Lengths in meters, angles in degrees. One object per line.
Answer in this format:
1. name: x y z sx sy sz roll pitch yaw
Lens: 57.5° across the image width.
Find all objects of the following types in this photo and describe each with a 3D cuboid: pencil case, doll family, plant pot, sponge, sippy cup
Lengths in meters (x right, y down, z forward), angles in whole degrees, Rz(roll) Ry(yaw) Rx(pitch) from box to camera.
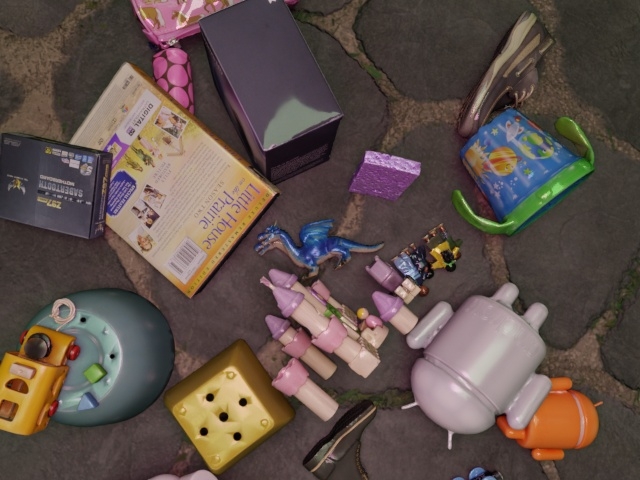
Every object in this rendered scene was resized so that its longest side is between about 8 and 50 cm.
1. pencil case: -0.342 -0.324 1.326 0.098 0.095 0.209 -8 78 32
2. doll family: 0.249 0.048 1.327 0.193 0.076 0.111 -34 90 -4
3. plant pot: -0.189 0.345 1.181 0.212 0.187 0.212 -35 86 -9
4. plant pot: -0.453 0.230 1.152 0.293 0.235 0.292 1 81 -5
5. pencil case: -0.236 -0.567 1.337 0.386 0.160 0.167 -24 117 -9
6. sponge: 0.135 -0.137 1.273 0.117 0.210 0.031 12 78 -4
7. sippy cup: 0.442 -0.164 1.309 0.306 0.240 0.224 -22 68 -46

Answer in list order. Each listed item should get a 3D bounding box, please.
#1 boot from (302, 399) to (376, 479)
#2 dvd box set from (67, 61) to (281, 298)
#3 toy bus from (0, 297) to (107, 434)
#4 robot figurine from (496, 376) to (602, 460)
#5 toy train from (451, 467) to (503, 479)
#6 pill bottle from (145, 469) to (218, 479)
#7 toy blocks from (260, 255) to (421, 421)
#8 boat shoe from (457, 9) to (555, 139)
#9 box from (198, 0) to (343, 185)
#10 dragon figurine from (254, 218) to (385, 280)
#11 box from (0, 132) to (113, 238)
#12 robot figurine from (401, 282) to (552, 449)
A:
1. boot: 0.078 0.453 1.252 0.198 0.077 0.137 -45 92 3
2. dvd box set: -0.335 -0.125 1.249 0.420 0.062 0.307 40 104 3
3. toy bus: -0.484 0.221 0.978 0.191 0.104 0.202 -27 85 -9
4. robot figurine: 0.499 0.388 1.265 0.220 0.128 0.158 2 60 -4
5. toy train: 0.318 0.566 1.248 0.184 0.080 0.105 -23 93 -10
6. pill bottle: -0.331 0.546 1.101 0.302 0.169 0.169 -26 84 14
7. toy blocks: 0.006 0.127 1.159 0.260 0.288 0.309 42 95 -3
8. boat shoe: 0.451 -0.380 1.380 0.130 0.132 0.355 32 81 1
9. box: -0.107 -0.306 1.237 0.183 0.294 0.296 -26 84 -9
10. dragon figurine: 0.000 0.000 1.302 0.289 0.085 0.143 -19 84 -6
11. box: -0.565 -0.117 1.235 0.233 0.059 0.183 14 103 9
12. robot figurine: 0.329 0.257 1.232 0.300 0.199 0.353 36 78 26
